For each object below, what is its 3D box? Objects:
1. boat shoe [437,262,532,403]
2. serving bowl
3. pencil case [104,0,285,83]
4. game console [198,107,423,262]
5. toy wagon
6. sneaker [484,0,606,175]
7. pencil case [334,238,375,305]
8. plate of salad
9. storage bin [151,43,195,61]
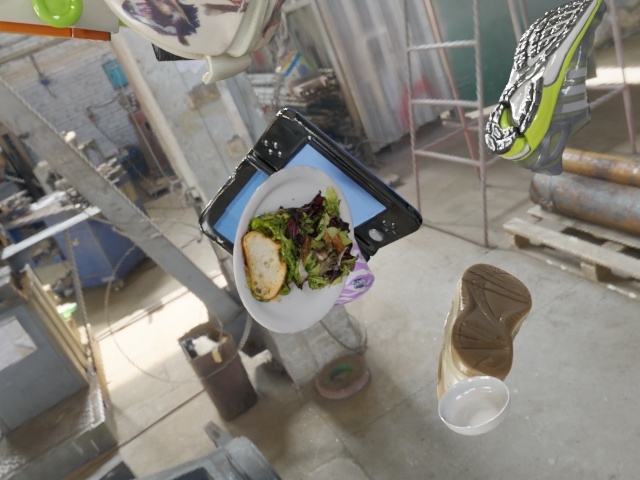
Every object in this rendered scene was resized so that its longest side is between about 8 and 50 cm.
[{"bbox_3d":[0.248,0.142,0.908,0.121,0.110,0.341,28,31,15],"label":"boat shoe"},{"bbox_3d":[0.179,0.193,0.651,0.083,0.027,0.083,-24,18,8],"label":"serving bowl"},{"bbox_3d":[-0.013,-0.296,0.350,0.159,0.184,0.410,-12,-23,-44],"label":"pencil case"},{"bbox_3d":[-0.025,-0.031,0.959,0.173,0.293,0.250,-57,11,-24],"label":"game console"},{"bbox_3d":[-0.372,-0.307,0.763,0.344,0.068,0.267,-2,19,-24],"label":"toy wagon"},{"bbox_3d":[0.348,-0.229,0.845,0.111,0.121,0.300,12,72,62],"label":"sneaker"},{"bbox_3d":[0.000,0.000,0.826,0.088,0.086,0.206,-18,64,-19],"label":"pencil case"},{"bbox_3d":[-0.017,0.012,0.671,0.048,0.200,0.200,7,37,43],"label":"plate of salad"},{"bbox_3d":[-0.253,-0.416,0.992,0.084,0.180,0.122,-9,53,-23],"label":"storage bin"}]
